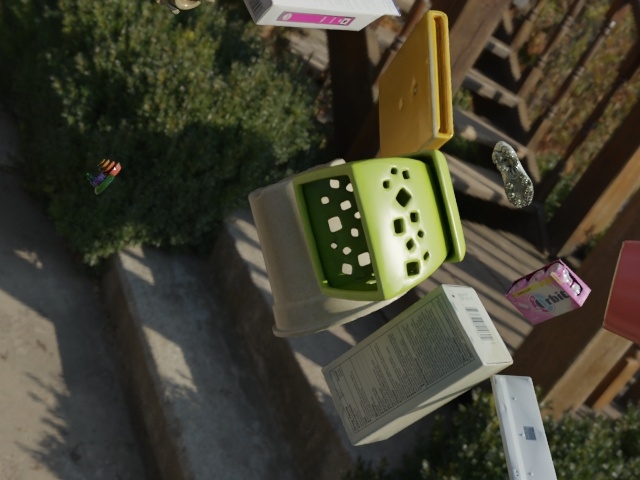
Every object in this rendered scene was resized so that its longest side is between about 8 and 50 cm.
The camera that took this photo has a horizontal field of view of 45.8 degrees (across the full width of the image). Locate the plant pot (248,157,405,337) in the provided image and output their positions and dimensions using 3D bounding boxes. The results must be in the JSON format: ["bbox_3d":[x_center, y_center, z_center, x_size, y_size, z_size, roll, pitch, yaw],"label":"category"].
[{"bbox_3d":[0.000,0.000,1.632,0.334,0.334,0.305,-34,105,-64],"label":"plant pot"}]

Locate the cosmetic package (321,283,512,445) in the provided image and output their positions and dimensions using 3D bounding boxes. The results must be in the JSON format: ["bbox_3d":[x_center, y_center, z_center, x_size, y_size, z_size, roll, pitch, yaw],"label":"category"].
[{"bbox_3d":[0.164,0.225,1.351,0.113,0.309,0.160,7,51,-49],"label":"cosmetic package"}]

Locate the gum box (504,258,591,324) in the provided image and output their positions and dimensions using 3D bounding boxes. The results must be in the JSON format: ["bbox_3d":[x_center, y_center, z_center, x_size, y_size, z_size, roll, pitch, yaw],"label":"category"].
[{"bbox_3d":[0.550,0.126,1.833,0.107,0.188,0.062,44,59,-3],"label":"gum box"}]

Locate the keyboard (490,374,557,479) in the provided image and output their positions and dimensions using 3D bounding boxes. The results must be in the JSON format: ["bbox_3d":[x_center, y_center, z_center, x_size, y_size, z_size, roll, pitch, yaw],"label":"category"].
[{"bbox_3d":[0.326,0.311,1.219,0.072,0.014,0.256,8,36,-3],"label":"keyboard"}]

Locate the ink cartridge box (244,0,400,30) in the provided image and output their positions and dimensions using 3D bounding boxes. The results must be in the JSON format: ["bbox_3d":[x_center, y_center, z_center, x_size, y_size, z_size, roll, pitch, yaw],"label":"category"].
[{"bbox_3d":[-0.011,-0.487,1.425,0.371,0.069,0.175,-14,74,-45],"label":"ink cartridge box"}]

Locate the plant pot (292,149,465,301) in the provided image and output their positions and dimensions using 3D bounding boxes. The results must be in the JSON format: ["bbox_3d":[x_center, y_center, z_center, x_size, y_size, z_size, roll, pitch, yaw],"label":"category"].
[{"bbox_3d":[0.108,-0.035,1.299,0.207,0.227,0.228,-18,7,-27],"label":"plant pot"}]

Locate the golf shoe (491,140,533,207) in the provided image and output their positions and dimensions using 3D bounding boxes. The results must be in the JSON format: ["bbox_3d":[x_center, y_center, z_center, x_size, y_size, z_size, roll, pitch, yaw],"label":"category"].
[{"bbox_3d":[0.470,-0.166,1.844,0.086,0.069,0.176,-76,144,-58],"label":"golf shoe"}]

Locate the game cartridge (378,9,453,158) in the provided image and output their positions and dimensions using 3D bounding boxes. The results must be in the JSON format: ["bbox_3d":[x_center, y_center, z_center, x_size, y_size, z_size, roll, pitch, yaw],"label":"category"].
[{"bbox_3d":[0.200,-0.295,1.660,0.053,0.323,0.285,3,75,-12],"label":"game cartridge"}]

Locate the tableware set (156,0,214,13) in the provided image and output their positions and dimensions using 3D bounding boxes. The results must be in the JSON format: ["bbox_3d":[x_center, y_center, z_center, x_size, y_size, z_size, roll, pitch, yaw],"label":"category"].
[{"bbox_3d":[-0.316,-0.559,1.670,0.039,0.128,0.194,62,16,16],"label":"tableware set"}]

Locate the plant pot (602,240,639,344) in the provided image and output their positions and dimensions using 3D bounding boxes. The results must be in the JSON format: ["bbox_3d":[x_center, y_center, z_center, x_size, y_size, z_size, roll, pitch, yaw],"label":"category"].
[{"bbox_3d":[0.728,0.120,1.563,0.243,0.275,0.275,14,17,22],"label":"plant pot"}]

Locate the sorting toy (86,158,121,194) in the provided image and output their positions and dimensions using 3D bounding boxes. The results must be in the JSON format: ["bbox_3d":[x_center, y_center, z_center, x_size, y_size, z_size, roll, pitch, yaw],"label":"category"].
[{"bbox_3d":[-0.446,-0.133,1.538,0.042,0.061,0.102,45,23,-19],"label":"sorting toy"}]
